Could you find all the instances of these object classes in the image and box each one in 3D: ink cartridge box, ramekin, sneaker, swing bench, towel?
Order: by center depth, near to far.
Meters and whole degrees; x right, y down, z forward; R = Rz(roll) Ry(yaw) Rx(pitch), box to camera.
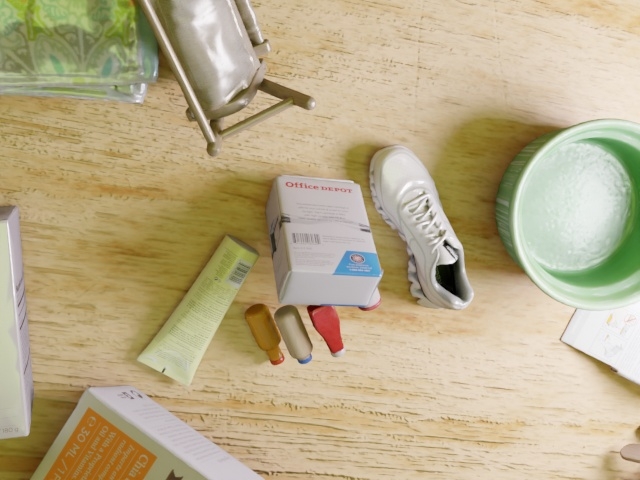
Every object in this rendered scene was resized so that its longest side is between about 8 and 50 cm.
[{"bbox_3d":[-0.148,-0.293,1.133,0.165,0.255,0.253,-26,126,-5],"label":"swing bench"},{"bbox_3d":[-0.384,-0.379,1.167,0.320,0.090,0.374,-1,99,-17],"label":"towel"},{"bbox_3d":[0.000,0.000,1.286,0.139,0.191,0.082,4,136,-16],"label":"ink cartridge box"},{"bbox_3d":[0.170,-0.018,1.374,0.110,0.118,0.292,-27,104,-9],"label":"sneaker"},{"bbox_3d":[0.436,-0.048,1.409,0.303,0.148,0.303,-1,99,-6],"label":"ramekin"},{"bbox_3d":[0.598,0.119,1.554,0.239,0.060,0.275,28,90,6],"label":"ink cartridge box"}]

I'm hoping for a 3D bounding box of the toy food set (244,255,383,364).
[{"bbox_3d":[0.011,0.118,1.355,0.232,0.111,0.104,-27,117,-12],"label":"toy food set"}]

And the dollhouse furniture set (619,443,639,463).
[{"bbox_3d":[0.590,0.481,1.591,0.242,0.161,0.212,-34,108,-32],"label":"dollhouse furniture set"}]

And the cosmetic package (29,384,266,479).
[{"bbox_3d":[-0.184,0.421,1.208,0.453,0.161,0.230,31,89,13],"label":"cosmetic package"}]

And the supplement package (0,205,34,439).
[{"bbox_3d":[-0.494,0.109,1.166,0.177,0.175,0.293,-5,100,-15],"label":"supplement package"}]

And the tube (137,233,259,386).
[{"bbox_3d":[-0.183,0.105,1.325,0.070,0.062,0.240,33,95,25],"label":"tube"}]
